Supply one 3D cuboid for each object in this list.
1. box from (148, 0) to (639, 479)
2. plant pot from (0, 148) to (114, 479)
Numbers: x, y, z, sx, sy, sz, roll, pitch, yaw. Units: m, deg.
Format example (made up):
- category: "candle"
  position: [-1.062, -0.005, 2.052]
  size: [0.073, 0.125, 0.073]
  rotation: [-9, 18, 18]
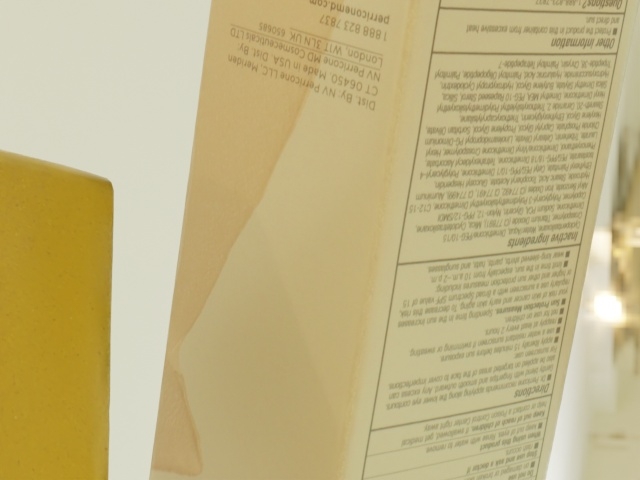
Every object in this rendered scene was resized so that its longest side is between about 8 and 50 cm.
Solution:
- category: "box"
  position: [0.025, 0.024, 0.753]
  size: [0.148, 0.121, 0.311]
  rotation: [-4, -71, -44]
- category: "plant pot"
  position: [-0.208, 0.074, 0.593]
  size: [0.187, 0.212, 0.212]
  rotation: [26, -136, -34]
